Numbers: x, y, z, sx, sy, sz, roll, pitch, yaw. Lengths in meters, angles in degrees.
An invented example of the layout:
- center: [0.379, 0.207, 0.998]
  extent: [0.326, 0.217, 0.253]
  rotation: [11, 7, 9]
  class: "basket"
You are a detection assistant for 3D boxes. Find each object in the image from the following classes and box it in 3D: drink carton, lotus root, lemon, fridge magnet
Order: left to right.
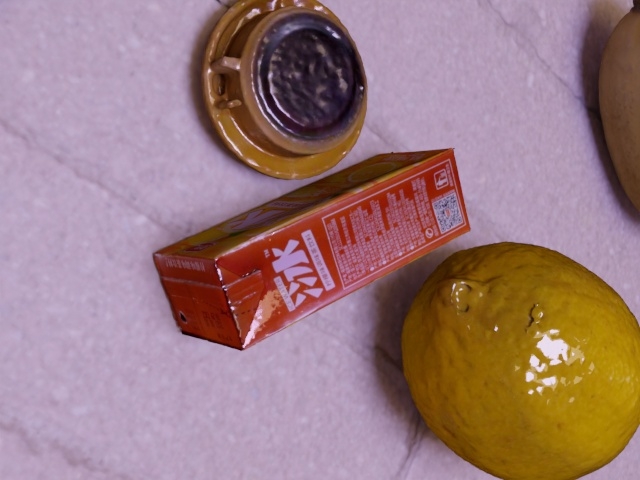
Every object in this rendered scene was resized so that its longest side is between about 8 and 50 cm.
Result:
- center: [-0.021, -0.117, 0.637]
  extent: [0.143, 0.063, 0.143]
  rotation: [0, 89, -31]
  class: "fridge magnet"
- center: [0.000, 0.000, 0.635]
  extent: [0.223, 0.096, 0.071]
  rotation: [-25, 106, -31]
  class: "drink carton"
- center: [0.168, 0.102, 0.698]
  extent: [0.256, 0.188, 0.188]
  rotation: [41, 70, -32]
  class: "lemon"
- center: [0.362, -0.109, 0.857]
  extent: [0.146, 0.131, 0.303]
  rotation: [-29, 108, -6]
  class: "lotus root"
